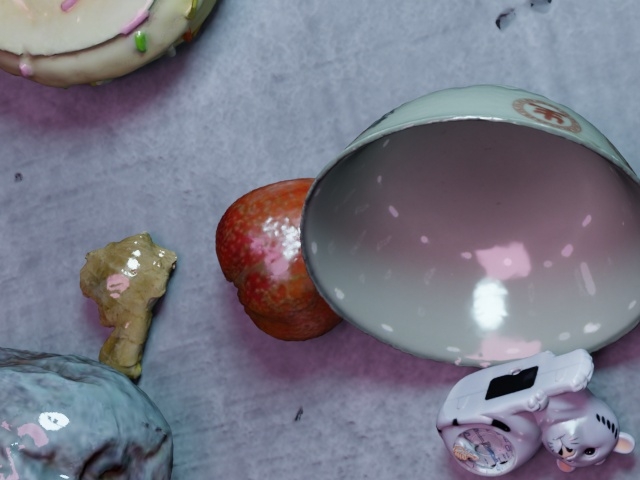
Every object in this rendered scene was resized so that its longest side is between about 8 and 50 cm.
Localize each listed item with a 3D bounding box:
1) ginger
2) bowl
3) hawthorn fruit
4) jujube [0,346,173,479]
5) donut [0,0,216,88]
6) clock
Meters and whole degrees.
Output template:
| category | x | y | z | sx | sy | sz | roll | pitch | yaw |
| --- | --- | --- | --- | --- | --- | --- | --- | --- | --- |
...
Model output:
| category | x | y | z | sx | sy | sz | roll | pitch | yaw |
| --- | --- | --- | --- | --- | --- | --- | --- | --- | --- |
| ginger | -0.218 | 0.068 | 1.747 | 0.096 | 0.067 | 0.165 | 18 | 95 | 0 |
| bowl | 0.157 | -0.040 | 1.523 | 0.337 | 0.337 | 0.157 | -9 | 44 | 22 |
| hawthorn fruit | 0.000 | 0.000 | 1.632 | 0.203 | 0.162 | 0.163 | -30 | 77 | 0 |
| jujube | -0.316 | 0.221 | 1.688 | 0.308 | 0.246 | 0.215 | 10 | 96 | 38 |
| donut | -0.222 | -0.338 | 1.721 | 0.307 | 0.150 | 0.371 | 15 | 94 | 22 |
| clock | 0.201 | 0.180 | 1.564 | 0.176 | 0.080 | 0.117 | -19 | 115 | 29 |
